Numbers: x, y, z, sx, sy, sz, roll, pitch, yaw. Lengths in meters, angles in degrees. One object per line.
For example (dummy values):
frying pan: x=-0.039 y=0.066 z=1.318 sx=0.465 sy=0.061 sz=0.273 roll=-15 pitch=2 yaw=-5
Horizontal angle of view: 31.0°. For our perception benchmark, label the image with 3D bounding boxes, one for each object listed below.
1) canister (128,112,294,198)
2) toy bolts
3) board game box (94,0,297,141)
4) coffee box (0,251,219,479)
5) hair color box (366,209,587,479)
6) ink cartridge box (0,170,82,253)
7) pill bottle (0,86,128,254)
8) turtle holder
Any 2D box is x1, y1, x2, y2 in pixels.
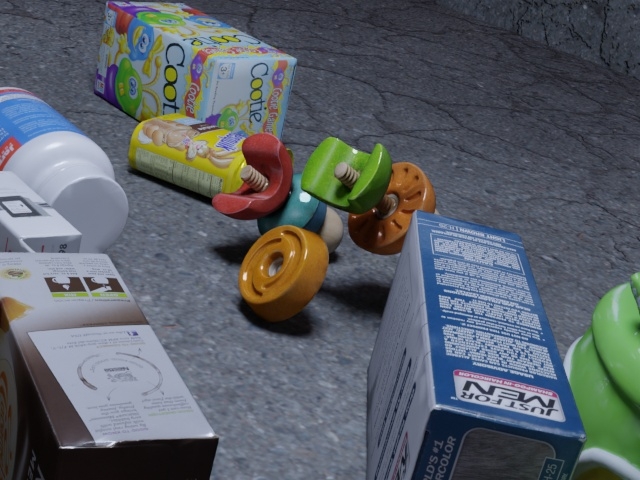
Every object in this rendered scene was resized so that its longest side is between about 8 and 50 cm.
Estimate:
canister: x=-0.137 y=-0.100 z=1.435 sx=0.170 sy=0.073 sz=0.126 roll=21 pitch=22 yaw=22
toy bolts: x=0.000 y=0.000 z=1.222 sx=0.228 sy=0.218 sz=0.158 roll=19 pitch=-14 yaw=49
board game box: x=-0.183 y=-0.232 z=1.633 sx=0.142 sy=0.144 sz=0.275 roll=-8 pitch=29 yaw=-42
coffee box: x=-0.167 y=0.123 z=0.778 sx=0.098 sy=0.141 sz=0.246 roll=2 pitch=24 yaw=-28
hair color box: x=0.104 y=0.122 z=0.891 sx=0.105 sy=0.173 sz=0.347 roll=13 pitch=22 yaw=-2
ink cartridge box: x=-0.269 y=0.020 z=1.020 sx=0.060 sy=0.104 sz=0.180 roll=-5 pitch=28 yaw=-40
pill bottle: x=-0.290 y=-0.068 z=1.196 sx=0.124 sy=0.124 sz=0.221 roll=-5 pitch=27 yaw=-38
turtle holder: x=0.273 y=0.166 z=0.795 sx=0.243 sy=0.227 sz=0.320 roll=21 pitch=25 yaw=-10
